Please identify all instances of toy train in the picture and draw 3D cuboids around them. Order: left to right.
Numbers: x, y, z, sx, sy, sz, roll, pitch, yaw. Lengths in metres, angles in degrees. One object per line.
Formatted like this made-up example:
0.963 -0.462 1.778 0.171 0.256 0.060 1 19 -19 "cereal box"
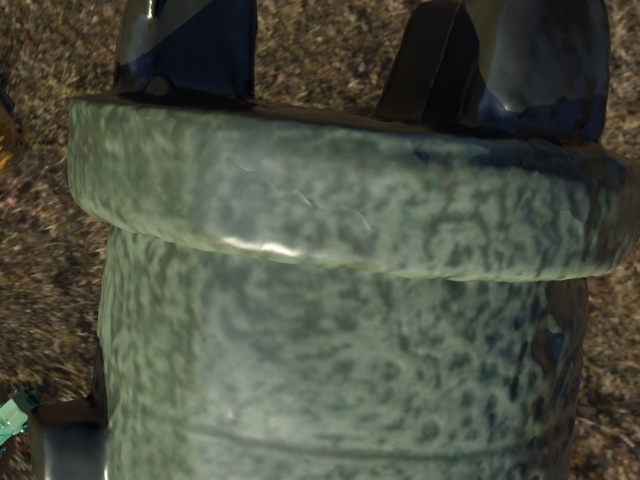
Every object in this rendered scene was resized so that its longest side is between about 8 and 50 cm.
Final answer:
-0.244 0.146 0.757 0.092 0.045 0.029 -42 92 7 "toy train"

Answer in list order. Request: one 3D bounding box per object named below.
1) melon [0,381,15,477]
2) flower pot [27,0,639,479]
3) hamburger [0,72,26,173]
-0.528 0.253 1.227 0.302 0.237 0.237 -23 96 -14 "melon"
0.000 0.000 0.516 0.299 0.299 0.282 4 100 -23 "flower pot"
-0.489 -0.154 1.011 0.268 0.287 0.445 -35 131 -5 "hamburger"
